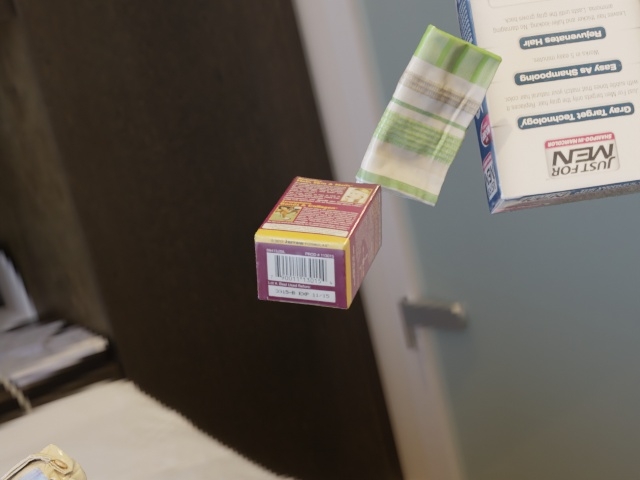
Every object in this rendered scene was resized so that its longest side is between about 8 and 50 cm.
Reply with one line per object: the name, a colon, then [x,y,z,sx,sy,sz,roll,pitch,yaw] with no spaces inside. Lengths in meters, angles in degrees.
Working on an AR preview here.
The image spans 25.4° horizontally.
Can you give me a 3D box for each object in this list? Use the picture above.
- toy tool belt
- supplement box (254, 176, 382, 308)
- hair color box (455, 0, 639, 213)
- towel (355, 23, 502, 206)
toy tool belt: [-0.163,0.156,0.782,0.083,0.052,0.051,-52,16,2]
supplement box: [0.000,0.000,0.811,0.055,0.043,0.083,5,27,16]
hair color box: [0.231,-0.212,1.432,0.173,0.347,0.105,-8,-8,-2]
towel: [0.098,-0.107,1.255,0.023,0.152,0.113,34,14,37]
